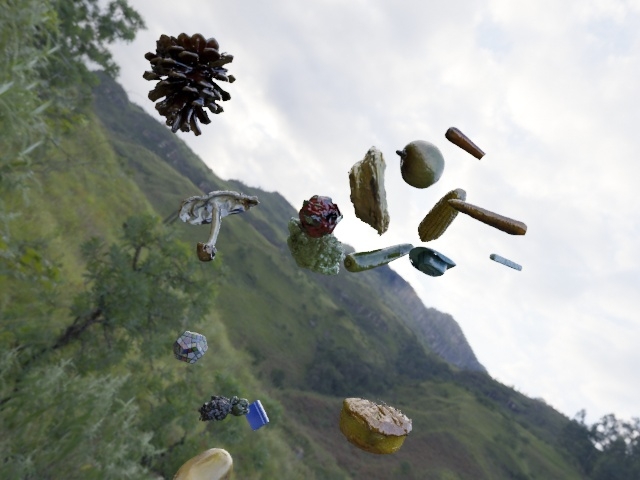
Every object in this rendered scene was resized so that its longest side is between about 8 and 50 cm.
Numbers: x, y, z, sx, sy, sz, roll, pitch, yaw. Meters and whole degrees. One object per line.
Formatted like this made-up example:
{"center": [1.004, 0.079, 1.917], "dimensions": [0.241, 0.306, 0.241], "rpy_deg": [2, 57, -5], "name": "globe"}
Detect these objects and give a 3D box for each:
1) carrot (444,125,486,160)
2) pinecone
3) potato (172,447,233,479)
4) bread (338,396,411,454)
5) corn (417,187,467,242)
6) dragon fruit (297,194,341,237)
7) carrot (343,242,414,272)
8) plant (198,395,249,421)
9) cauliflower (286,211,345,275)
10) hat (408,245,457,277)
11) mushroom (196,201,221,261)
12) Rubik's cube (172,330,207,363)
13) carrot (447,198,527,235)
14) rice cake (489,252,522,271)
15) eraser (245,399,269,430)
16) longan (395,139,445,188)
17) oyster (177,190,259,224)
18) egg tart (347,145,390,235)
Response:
{"center": [0.506, -0.338, 1.818], "dimensions": [0.161, 0.055, 0.055], "rpy_deg": [41, -20, 9], "name": "carrot"}
{"center": [-0.500, -0.580, 2.004], "dimensions": [0.384, 0.384, 0.384], "rpy_deg": [41, -20, 18], "name": "pinecone"}
{"center": [-0.371, 0.745, 1.630], "dimensions": [0.150, 0.234, 0.146], "rpy_deg": [-42, -96, 31], "name": "potato"}
{"center": [0.190, 0.675, 1.857], "dimensions": [0.261, 0.160, 0.147], "rpy_deg": [21, 18, 1], "name": "bread"}
{"center": [0.524, -0.103, 2.258], "dimensions": [0.119, 0.119, 0.322], "rpy_deg": [43, -44, 12], "name": "corn"}
{"center": [-0.005, -0.099, 2.065], "dimensions": [0.182, 0.188, 0.182], "rpy_deg": [3, -36, 2], "name": "dragon fruit"}
{"center": [0.231, 0.057, 1.926], "dimensions": [0.074, 0.358, 0.074], "rpy_deg": [15, -70, 48], "name": "carrot"}
{"center": [-0.308, 0.543, 1.679], "dimensions": [0.087, 0.174, 0.085], "rpy_deg": [58, -46, 43], "name": "plant"}
{"center": [-0.019, 0.012, 2.296], "dimensions": [0.260, 0.281, 0.327], "rpy_deg": [-19, -67, 21], "name": "cauliflower"}
{"center": [0.416, 0.093, 1.931], "dimensions": [0.191, 0.078, 0.138], "rpy_deg": [24, -34, -16], "name": "hat"}
{"center": [-0.341, -0.024, 1.597], "dimensions": [0.061, 0.187, 0.060], "rpy_deg": [3, -15, 29], "name": "mushroom"}
{"center": [-0.417, 0.340, 1.659], "dimensions": [0.111, 0.111, 0.093], "rpy_deg": [58, 0, -30], "name": "Rubik's cube"}
{"center": [0.636, -0.090, 1.995], "dimensions": [0.314, 0.066, 0.066], "rpy_deg": [21, -23, 4], "name": "carrot"}
{"center": [0.777, 0.091, 2.168], "dimensions": [0.208, 0.033, 0.033], "rpy_deg": [19, 1, -34], "name": "rice cake"}
{"center": [-0.225, 0.613, 1.817], "dimensions": [0.084, 0.063, 0.027], "rpy_deg": [58, -4, 21], "name": "eraser"}
{"center": [0.304, -0.239, 1.613], "dimensions": [0.176, 0.145, 0.154], "rpy_deg": [17, 23, -23], "name": "longan"}
{"center": [-0.401, -0.136, 2.054], "dimensions": [0.078, 0.345, 0.128], "rpy_deg": [36, -51, 45], "name": "oyster"}
{"center": [0.184, -0.186, 1.995], "dimensions": [0.352, 0.150, 0.352], "rpy_deg": [-5, 90, -86], "name": "egg tart"}
